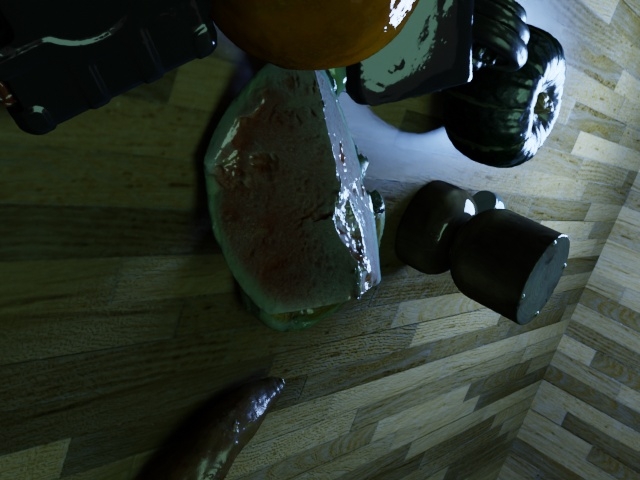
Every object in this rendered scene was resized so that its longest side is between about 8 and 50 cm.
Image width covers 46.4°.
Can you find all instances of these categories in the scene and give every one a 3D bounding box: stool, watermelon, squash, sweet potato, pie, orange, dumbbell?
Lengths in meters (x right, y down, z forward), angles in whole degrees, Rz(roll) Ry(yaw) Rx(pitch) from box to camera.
[{"bbox_3d":[0.295,0.018,1.371,0.179,0.264,0.179,-34,138,-37],"label":"stool"},{"bbox_3d":[-0.022,-0.075,0.922,0.224,0.180,0.305,-17,98,-31],"label":"watermelon"},{"bbox_3d":[0.322,-0.249,1.295,0.252,0.165,0.252,-31,135,-37],"label":"squash"},{"bbox_3d":[-0.153,0.302,1.122,0.292,0.097,0.097,-43,144,-28],"label":"sweet potato"},{"bbox_3d":[-0.005,0.007,1.125,0.302,0.067,0.302,-32,136,-36],"label":"pie"},{"bbox_3d":[0.001,-0.307,0.732,0.284,0.226,0.284,-47,149,-41],"label":"orange"},{"bbox_3d":[0.282,-0.424,1.093,0.179,0.179,0.406,17,99,-58],"label":"dumbbell"}]

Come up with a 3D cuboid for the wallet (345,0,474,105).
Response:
[{"bbox_3d":[0.111,-0.350,0.929,0.197,0.051,0.378,-17,123,-19],"label":"wallet"}]

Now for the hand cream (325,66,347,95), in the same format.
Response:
[{"bbox_3d":[0.031,-0.249,1.001,0.175,0.046,0.095,-54,143,-21],"label":"hand cream"}]

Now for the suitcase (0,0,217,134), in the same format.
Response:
[{"bbox_3d":[-0.211,-0.235,0.590,0.206,0.066,0.285,-29,140,-11],"label":"suitcase"}]

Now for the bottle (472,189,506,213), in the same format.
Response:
[{"bbox_3d":[0.368,-0.022,1.628,0.096,0.079,0.254,-22,149,10],"label":"bottle"}]
